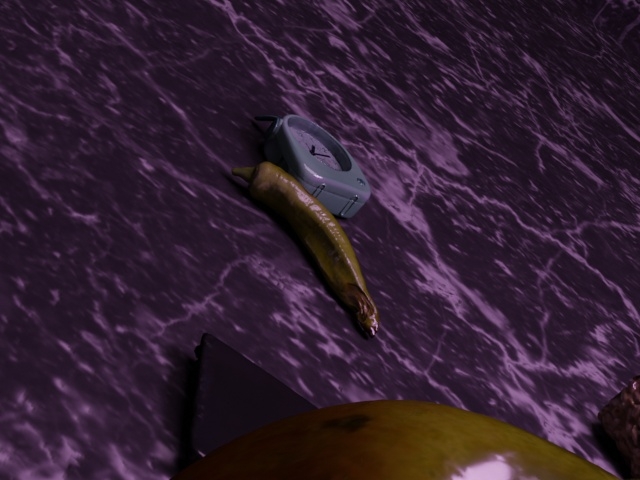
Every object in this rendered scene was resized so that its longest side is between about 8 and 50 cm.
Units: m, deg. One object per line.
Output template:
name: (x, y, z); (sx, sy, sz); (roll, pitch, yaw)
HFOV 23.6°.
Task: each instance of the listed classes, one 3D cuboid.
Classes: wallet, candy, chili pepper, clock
wallet: (0.022, 0.180, 1.102); (0.285, 0.030, 0.146); (34, 21, -18)
candy: (0.325, 0.185, 1.499); (0.095, 0.085, 0.110); (3, 46, -42)
chili pepper: (0.001, 0.000, 1.383); (0.208, 0.043, 0.049); (49, 11, 18)
clock: (-0.013, -0.083, 1.512); (0.101, 0.041, 0.135); (18, 30, -41)

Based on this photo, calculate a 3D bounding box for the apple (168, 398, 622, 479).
apple: (0.035, 0.241, 0.660); (0.339, 0.339, 0.339); (33, 24, -17)

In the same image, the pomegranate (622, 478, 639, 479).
pomegranate: (0.283, 0.248, 1.339); (0.084, 0.073, 0.073); (43, 17, -37)
